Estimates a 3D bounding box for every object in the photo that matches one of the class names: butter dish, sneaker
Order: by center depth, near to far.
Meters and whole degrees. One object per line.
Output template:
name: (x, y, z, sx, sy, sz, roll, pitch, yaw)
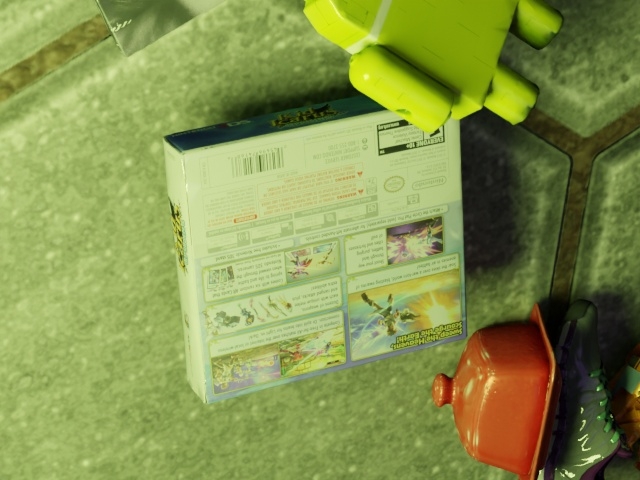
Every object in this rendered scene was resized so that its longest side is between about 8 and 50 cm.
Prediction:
butter dish: (0.171, 0.155, 1.831, 0.118, 0.160, 0.160, 6, 112, -3)
sneaker: (0.284, 0.174, 1.885, 0.083, 0.098, 0.223, -21, 121, -66)

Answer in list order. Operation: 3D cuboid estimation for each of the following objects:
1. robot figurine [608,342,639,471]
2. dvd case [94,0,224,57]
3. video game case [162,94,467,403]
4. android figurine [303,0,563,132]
robot figurine: (0.431, 0.131, 1.965, 0.291, 0.085, 0.211, -47, 124, 0)
dvd case: (-0.109, -0.279, 1.562, 0.221, 0.018, 0.164, -32, 122, -10)
video game case: (0.000, 0.000, 1.655, 0.270, 0.061, 0.244, -12, 114, -20)
android figurine: (0.091, -0.221, 1.602, 0.273, 0.056, 0.248, 33, 63, -22)
